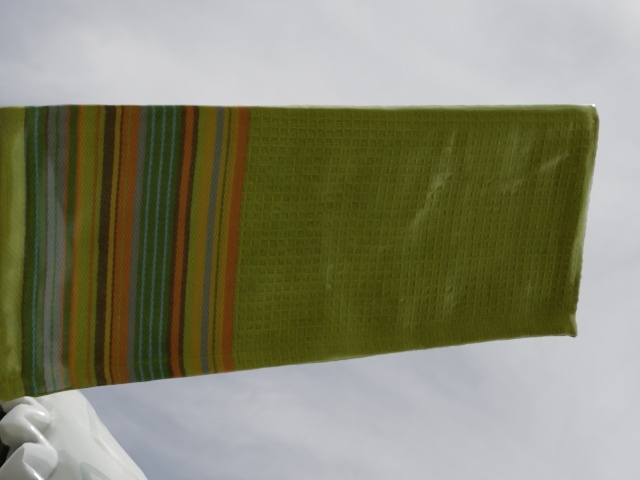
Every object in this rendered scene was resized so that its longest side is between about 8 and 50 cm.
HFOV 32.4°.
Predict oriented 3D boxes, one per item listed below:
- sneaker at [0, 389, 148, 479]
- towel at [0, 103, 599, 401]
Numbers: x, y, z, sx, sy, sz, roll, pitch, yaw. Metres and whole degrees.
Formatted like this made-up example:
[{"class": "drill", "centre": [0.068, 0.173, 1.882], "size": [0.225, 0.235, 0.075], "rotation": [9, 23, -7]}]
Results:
[{"class": "sneaker", "centre": [-0.078, 0.146, 0.409], "size": [0.110, 0.118, 0.292], "rotation": [-66, -150, 15]}, {"class": "towel", "centre": [0.000, 0.000, 0.405], "size": [0.021, 0.237, 0.102], "rotation": [-141, -128, -60]}]
